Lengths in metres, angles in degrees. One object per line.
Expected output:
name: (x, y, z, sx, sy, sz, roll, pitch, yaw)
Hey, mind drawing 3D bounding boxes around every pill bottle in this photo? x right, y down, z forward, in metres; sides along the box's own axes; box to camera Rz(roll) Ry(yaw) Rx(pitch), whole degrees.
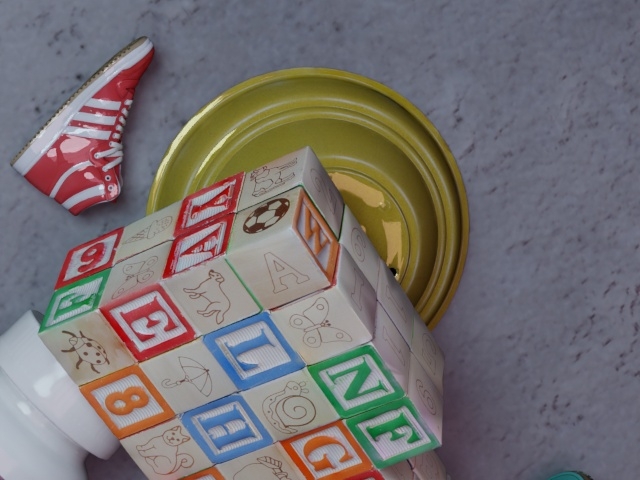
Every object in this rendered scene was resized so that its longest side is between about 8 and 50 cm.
pill bottle: (-0.221, 0.154, 1.038, 0.221, 0.121, 0.121, -46, 102, -2)

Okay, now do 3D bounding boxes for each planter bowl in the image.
planter bowl: (0.000, 0.000, 1.073, 0.217, 0.090, 0.217, -1, 98, -10)

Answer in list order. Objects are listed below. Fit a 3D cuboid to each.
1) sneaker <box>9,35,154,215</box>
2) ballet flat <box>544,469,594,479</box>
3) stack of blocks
sneaker: (-0.132, -0.068, 1.065, 0.067, 0.042, 0.118, 44, 96, -8)
ballet flat: (0.129, 0.238, 1.148, 0.070, 0.070, 0.188, 43, 91, -12)
stack of blocks: (-0.011, 0.109, 1.018, 0.171, 0.087, 0.297, -22, 119, 20)
